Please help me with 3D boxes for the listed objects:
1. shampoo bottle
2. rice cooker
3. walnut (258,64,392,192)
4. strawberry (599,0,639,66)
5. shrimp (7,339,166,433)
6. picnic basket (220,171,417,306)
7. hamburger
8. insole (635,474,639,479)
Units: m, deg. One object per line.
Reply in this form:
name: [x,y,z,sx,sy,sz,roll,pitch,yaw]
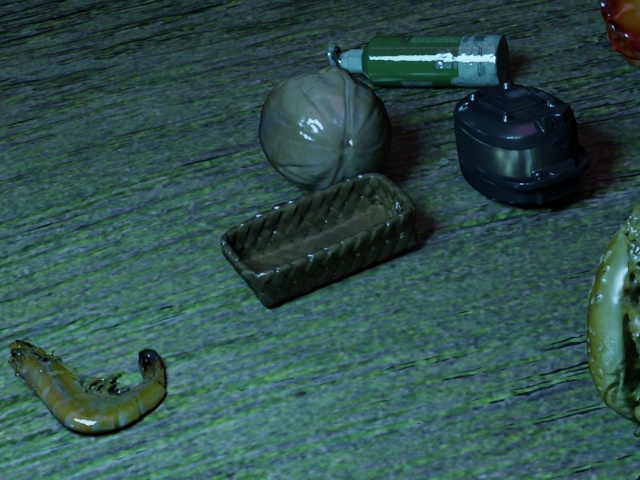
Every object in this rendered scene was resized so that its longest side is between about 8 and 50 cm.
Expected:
shampoo bottle: [0.110,-0.207,2.159,0.204,0.065,0.065,2,35,19]
rice cooker: [0.203,-0.101,1.933,0.112,0.106,0.165,-20,23,-20]
walnut: [0.005,-0.116,1.982,0.140,0.140,0.162,-19,4,-13]
strawberry: [0.445,-0.289,2.131,0.265,0.149,0.336,24,56,32]
shrimp: [-0.218,0.121,1.776,0.124,0.034,0.178,-25,37,-26]
picnic basket: [0.000,0.000,1.879,0.193,0.055,0.110,-21,35,-17]
hamburger: [0.297,0.053,1.557,0.122,0.215,0.189,12,37,38]
insole: [0.329,0.165,1.571,0.188,0.004,0.064,-34,36,-32]
